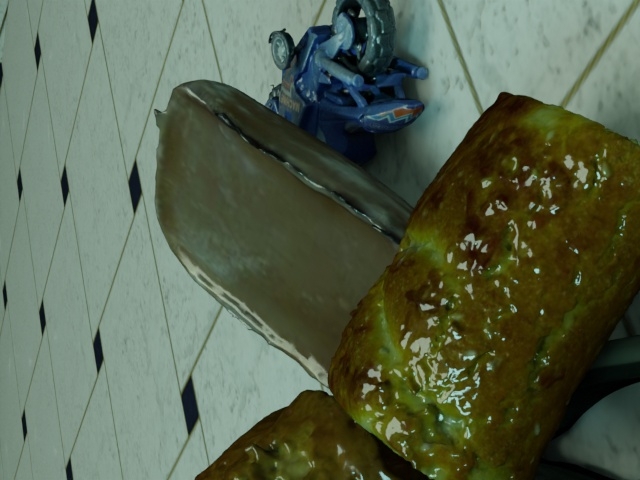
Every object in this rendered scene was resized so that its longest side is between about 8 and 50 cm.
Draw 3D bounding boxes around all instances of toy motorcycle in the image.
[{"bbox_3d":[0.009,-0.091,0.877,0.205,0.076,0.114,-42,62,60],"label":"toy motorcycle"}]

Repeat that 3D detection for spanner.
[{"bbox_3d":[0.123,0.108,0.645,0.325,0.040,0.096,146,120,-63],"label":"spanner"}]

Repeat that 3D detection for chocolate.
[{"bbox_3d":[0.001,0.000,0.816,0.261,0.083,0.161,40,138,24],"label":"chocolate"}]

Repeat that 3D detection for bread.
[{"bbox_3d":[0.022,0.189,0.692,0.247,0.135,0.232,19,136,64],"label":"bread"},{"bbox_3d":[0.083,0.023,0.583,0.172,0.103,0.132,-59,23,3],"label":"bread"}]
